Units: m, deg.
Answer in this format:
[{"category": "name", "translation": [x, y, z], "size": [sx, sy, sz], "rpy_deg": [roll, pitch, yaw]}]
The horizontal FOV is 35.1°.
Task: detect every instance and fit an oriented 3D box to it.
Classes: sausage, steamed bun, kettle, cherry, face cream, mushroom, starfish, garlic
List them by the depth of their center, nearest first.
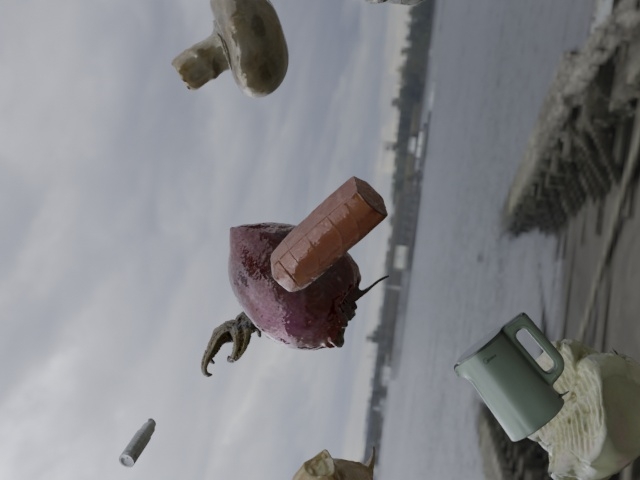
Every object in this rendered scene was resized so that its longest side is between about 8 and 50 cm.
[{"category": "sausage", "translation": [-0.001, 0.000, 1.192], "size": [0.169, 0.065, 0.065], "rpy_deg": [-42, 10, 20]}, {"category": "kettle", "translation": [0.289, 0.205, 1.503], "size": [0.127, 0.148, 0.098], "rpy_deg": [-39, -4, 34]}, {"category": "cherry", "translation": [-0.046, 0.061, 1.578], "size": [0.192, 0.250, 0.175], "rpy_deg": [-56, 14, -22]}, {"category": "mushroom", "translation": [-0.151, -0.348, 1.821], "size": [0.206, 0.209, 0.206], "rpy_deg": [40, -145, -36]}, {"category": "steamed bun", "translation": [0.521, 0.326, 1.932], "size": [0.320, 0.206, 0.275], "rpy_deg": [-113, 40, -52]}, {"category": "starfish", "translation": [-0.167, 0.193, 1.933], "size": [0.190, 0.146, 0.074], "rpy_deg": [-31, -75, -34]}, {"category": "garlic", "translation": [0.031, 0.480, 1.957], "size": [0.245, 0.146, 0.164], "rpy_deg": [16, -88, -63]}, {"category": "face cream", "translation": [-0.364, 0.405, 2.039], "size": [0.130, 0.034, 0.034], "rpy_deg": [-61, -22, -59]}]

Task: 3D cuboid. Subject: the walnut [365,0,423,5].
[{"category": "walnut", "translation": [0.131, -0.490, 1.545], "size": [0.283, 0.228, 0.283], "rpy_deg": [-57, 18, 29]}]
